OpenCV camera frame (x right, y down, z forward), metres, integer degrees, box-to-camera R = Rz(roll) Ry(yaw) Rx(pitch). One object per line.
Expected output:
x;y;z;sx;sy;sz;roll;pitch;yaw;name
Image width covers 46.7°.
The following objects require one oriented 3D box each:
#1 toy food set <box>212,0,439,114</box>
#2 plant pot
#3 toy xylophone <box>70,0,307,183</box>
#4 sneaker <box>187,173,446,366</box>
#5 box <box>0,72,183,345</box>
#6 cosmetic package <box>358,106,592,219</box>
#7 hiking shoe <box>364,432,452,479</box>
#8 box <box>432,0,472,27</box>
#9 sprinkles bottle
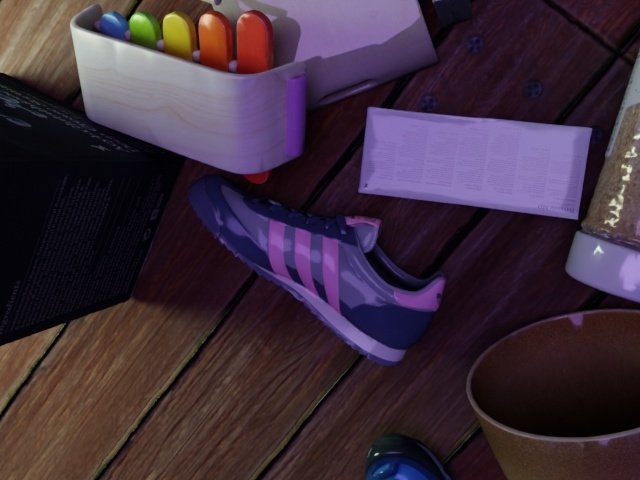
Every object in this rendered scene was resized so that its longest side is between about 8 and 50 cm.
-0.014;-0.309;0.845;0.219;0.092;0.306;-17;100;16;toy food set
0.295;0.235;0.763;0.237;0.237;0.254;-13;109;15;plant pot
-0.160;-0.195;0.823;0.322;0.081;0.236;28;133;18;toy xylophone
0.000;0.000;0.855;0.319;0.112;0.131;37;109;-1;sneaker
-0.386;-0.052;0.801;0.293;0.395;0.212;26;102;10;box
0.168;-0.087;0.826;0.239;0.060;0.099;9;96;14;cosmetic package
0.113;0.378;0.854;0.113;0.132;0.304;-12;93;15;hiking shoe
0.114;-0.327;0.770;0.038;0.145;0.186;-15;93;14;box
0.357;-0.115;0.743;0.121;0.121;0.355;17;100;12;sprinkles bottle
